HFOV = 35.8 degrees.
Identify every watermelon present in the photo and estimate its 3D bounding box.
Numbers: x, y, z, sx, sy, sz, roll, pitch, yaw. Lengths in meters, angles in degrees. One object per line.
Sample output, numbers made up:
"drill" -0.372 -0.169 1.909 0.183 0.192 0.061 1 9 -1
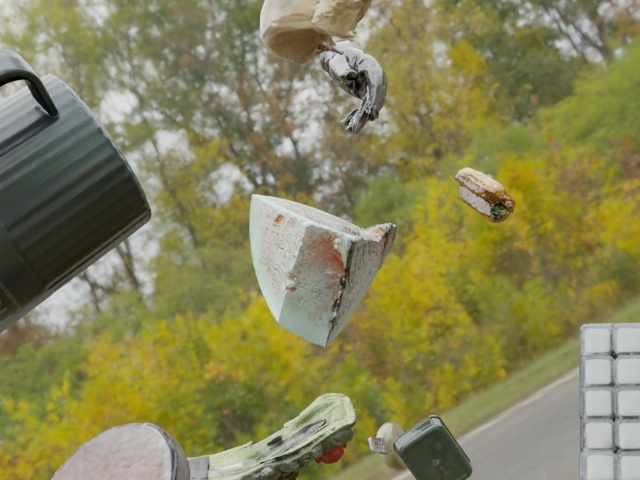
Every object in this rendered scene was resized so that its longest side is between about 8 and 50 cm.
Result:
"watermelon" 0.000 0.000 1.776 0.320 0.289 0.214 -42 -2 -30

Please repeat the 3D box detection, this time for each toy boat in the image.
"toy boat" -0.215 0.293 1.035 0.155 0.085 0.227 0 37 18

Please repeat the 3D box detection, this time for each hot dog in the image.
"hot dog" 0.271 -0.079 1.629 0.055 0.072 0.188 -19 21 -7

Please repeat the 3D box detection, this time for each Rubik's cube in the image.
"Rubik's cube" 0.496 0.256 1.399 0.236 0.238 0.237 -5 -22 21

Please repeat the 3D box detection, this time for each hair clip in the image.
"hair clip" -0.087 0.339 1.491 0.321 0.091 0.138 -23 17 3

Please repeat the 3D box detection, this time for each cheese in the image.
"cheese" 0.124 0.385 1.853 0.037 0.097 0.192 -18 -19 15

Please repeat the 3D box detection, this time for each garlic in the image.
"garlic" -0.003 -0.312 1.297 0.175 0.124 0.099 -64 5 -11

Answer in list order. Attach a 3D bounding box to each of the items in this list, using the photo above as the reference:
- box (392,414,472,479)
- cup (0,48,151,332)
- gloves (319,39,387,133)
"box" 0.179 0.343 1.560 0.091 0.126 0.031 -33 23 2
"cup" -0.399 -0.061 1.207 0.292 0.308 0.242 -36 26 -15
"gloves" 0.062 -0.301 1.847 0.119 0.286 0.142 -31 -51 16
